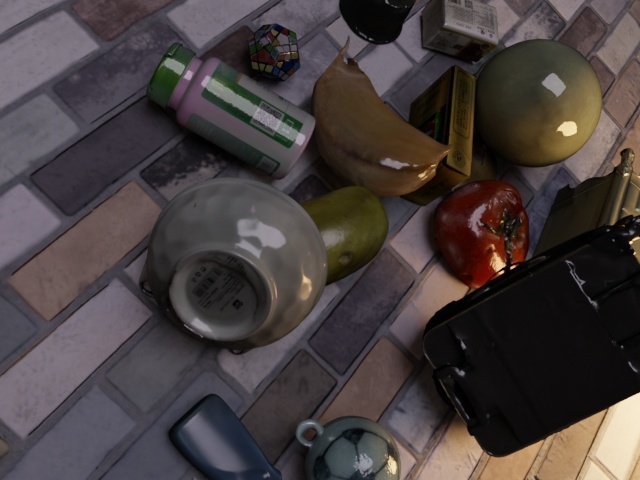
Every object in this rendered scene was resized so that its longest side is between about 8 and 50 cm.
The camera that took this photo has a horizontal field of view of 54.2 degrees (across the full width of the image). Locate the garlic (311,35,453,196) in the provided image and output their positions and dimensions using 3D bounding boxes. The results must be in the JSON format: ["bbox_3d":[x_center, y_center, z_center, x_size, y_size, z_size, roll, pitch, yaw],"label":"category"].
[{"bbox_3d":[0.075,-0.214,1.173,0.196,0.151,0.338,-35,68,-6],"label":"garlic"}]

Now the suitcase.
[{"bbox_3d":[0.394,0.163,1.072,0.434,0.194,0.283,-32,87,12],"label":"suitcase"}]

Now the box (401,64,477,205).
[{"bbox_3d":[0.237,-0.208,1.249,0.071,0.159,0.240,20,63,-21],"label":"box"}]

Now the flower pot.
[{"bbox_3d":[0.133,-0.519,1.342,0.158,0.107,0.157,10,66,-23],"label":"flower pot"}]

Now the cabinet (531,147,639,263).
[{"bbox_3d":[0.632,0.034,1.313,0.290,0.227,0.318,37,59,-8],"label":"cabinet"}]

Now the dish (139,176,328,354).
[{"bbox_3d":[-0.134,0.057,0.902,0.303,0.303,0.120,37,22,-10],"label":"dish"}]

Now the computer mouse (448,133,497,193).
[{"bbox_3d":[0.325,-0.152,1.323,0.102,0.045,0.199,39,53,-17],"label":"computer mouse"}]

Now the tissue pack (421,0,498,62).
[{"bbox_3d":[0.314,-0.484,1.419,0.149,0.099,0.106,10,70,-23],"label":"tissue pack"}]

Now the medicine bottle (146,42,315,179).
[{"bbox_3d":[-0.155,-0.224,1.080,0.274,0.133,0.133,28,62,-15],"label":"medicine bottle"}]

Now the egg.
[{"bbox_3d":[0.443,-0.279,1.291,0.352,0.259,0.258,7,62,-68],"label":"egg"}]

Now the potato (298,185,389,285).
[{"bbox_3d":[-0.001,-0.001,1.045,0.228,0.197,0.148,-31,118,-47],"label":"potato"}]

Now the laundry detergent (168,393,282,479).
[{"bbox_3d":[-0.128,0.332,0.934,0.206,0.061,0.097,49,51,-3],"label":"laundry detergent"}]

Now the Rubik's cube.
[{"bbox_3d":[-0.087,-0.354,1.182,0.111,0.093,0.111,8,69,-22],"label":"Rubik's cube"}]

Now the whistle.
[{"bbox_3d":[0.075,0.370,0.966,0.290,0.163,0.163,40,60,-9],"label":"whistle"}]

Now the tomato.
[{"bbox_3d":[0.340,-0.019,1.234,0.228,0.101,0.227,3,85,-30],"label":"tomato"}]
